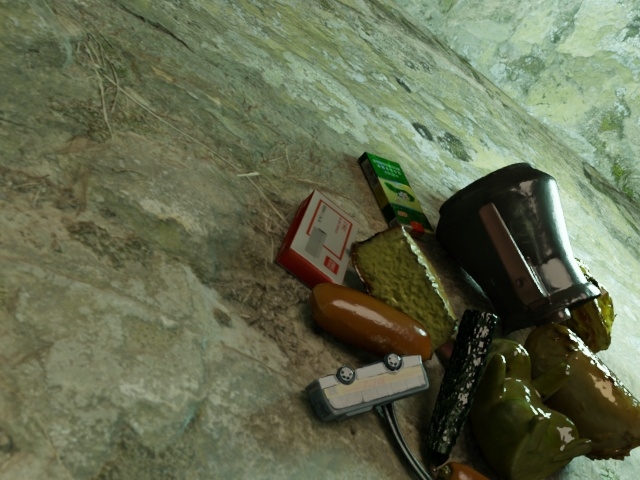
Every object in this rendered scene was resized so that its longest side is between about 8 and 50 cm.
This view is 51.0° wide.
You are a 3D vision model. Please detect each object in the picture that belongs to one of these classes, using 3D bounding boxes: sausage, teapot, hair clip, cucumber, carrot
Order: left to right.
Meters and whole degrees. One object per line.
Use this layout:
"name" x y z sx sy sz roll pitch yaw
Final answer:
"sausage" 0.085 0.146 1.160 0.238 0.098 0.098 27 35 -14
"hair clip" 0.134 0.309 1.092 0.039 0.070 0.230 66 2 -69
"cucumber" 0.237 0.257 1.159 0.067 0.067 0.294 32 68 -21
"carrot" 0.276 0.426 1.101 0.225 0.067 0.067 33 34 -22
"teapot" 0.450 0.028 1.531 0.362 0.305 0.376 64 19 16

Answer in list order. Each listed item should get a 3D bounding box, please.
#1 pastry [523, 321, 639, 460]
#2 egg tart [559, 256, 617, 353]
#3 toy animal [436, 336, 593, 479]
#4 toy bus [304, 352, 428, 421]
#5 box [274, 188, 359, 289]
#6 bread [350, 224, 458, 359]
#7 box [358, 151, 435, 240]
"pastry" 0.519 0.319 1.388 0.284 0.184 0.316 43 12 -14
"egg tart" 0.669 0.142 1.715 0.297 0.132 0.297 63 -1 2
"toy animal" 0.345 0.262 1.260 0.181 0.180 0.363 18 39 -30
"toy bus" 0.075 0.227 1.045 0.190 0.064 0.075 -10 70 -27
"box" 0.000 0.000 1.277 0.123 0.050 0.229 39 32 -11
"bread" 0.167 0.095 1.286 0.260 0.129 0.134 61 14 3
"box" 0.183 -0.108 1.625 0.132 0.034 0.235 13 45 -41
